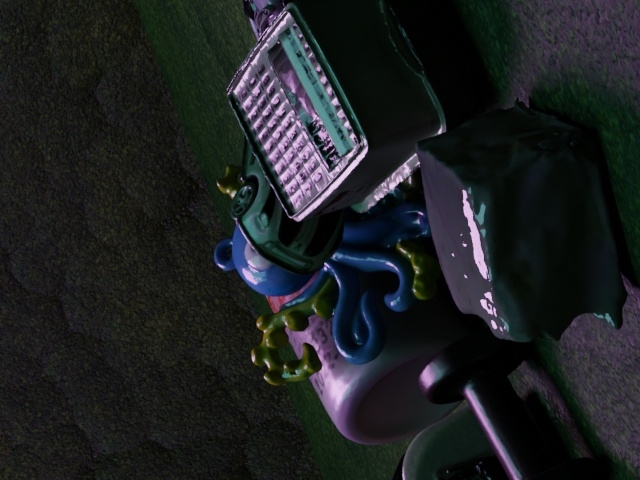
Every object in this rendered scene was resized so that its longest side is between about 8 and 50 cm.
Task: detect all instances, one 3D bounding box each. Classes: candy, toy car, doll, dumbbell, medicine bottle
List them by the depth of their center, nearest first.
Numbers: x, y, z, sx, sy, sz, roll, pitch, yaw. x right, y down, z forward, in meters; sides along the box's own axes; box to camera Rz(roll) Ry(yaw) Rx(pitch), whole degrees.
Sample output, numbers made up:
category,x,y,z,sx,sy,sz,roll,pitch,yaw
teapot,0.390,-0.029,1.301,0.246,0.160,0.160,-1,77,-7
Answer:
category,x,y,z,sx,sy,sz,roll,pitch,yaw
candy,0.185,-0.019,1.438,0.185,0.137,0.195,-136,27,-65
dumbbell,0.217,0.217,1.766,0.225,0.140,0.124,61,172,24
toy car,-0.020,-0.107,1.876,0.136,0.125,0.305,28,-135,-30
doll,0.000,0.000,1.960,0.099,0.341,0.346,27,-124,-50
medicine bottle,0.042,0.069,2.104,0.219,0.219,0.388,81,162,-52

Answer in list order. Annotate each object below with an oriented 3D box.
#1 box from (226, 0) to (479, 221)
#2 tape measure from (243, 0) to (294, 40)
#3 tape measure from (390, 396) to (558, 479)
category,x,y,z,sx,sy,sz,roll,pitch,yaw
box,0.032,-0.158,1.677,0.220,0.166,0.290,62,154,6
tape measure,-0.053,-0.312,2.096,0.196,0.105,0.178,84,160,-53
tape measure,0.205,0.319,1.850,0.115,0.207,0.235,67,178,-68
